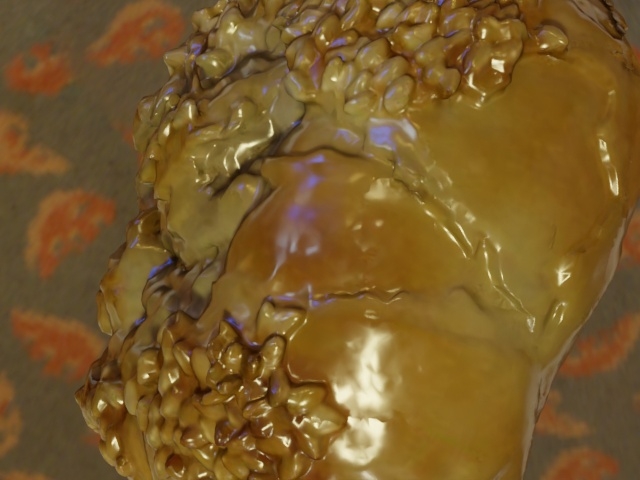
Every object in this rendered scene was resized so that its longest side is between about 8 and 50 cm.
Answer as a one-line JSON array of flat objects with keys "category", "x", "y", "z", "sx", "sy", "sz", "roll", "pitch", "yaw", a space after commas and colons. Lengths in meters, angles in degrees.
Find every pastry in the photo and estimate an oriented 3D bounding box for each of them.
[{"category": "pastry", "x": 0.000, "y": 0.000, "z": 0.812, "sx": 0.162, "sy": 0.255, "sz": 0.311, "roll": 24, "pitch": 82, "yaw": -35}]
